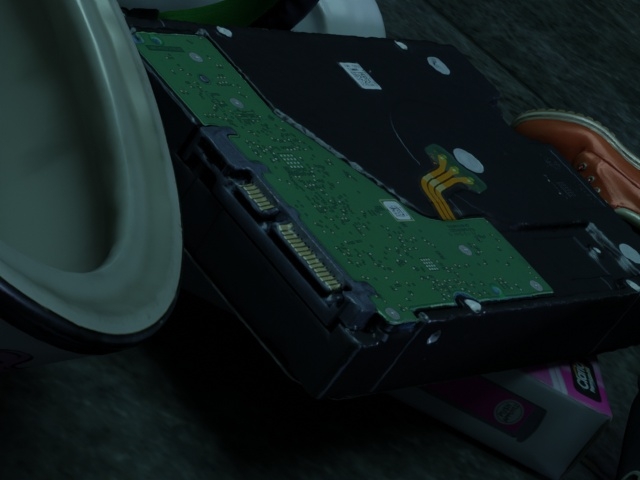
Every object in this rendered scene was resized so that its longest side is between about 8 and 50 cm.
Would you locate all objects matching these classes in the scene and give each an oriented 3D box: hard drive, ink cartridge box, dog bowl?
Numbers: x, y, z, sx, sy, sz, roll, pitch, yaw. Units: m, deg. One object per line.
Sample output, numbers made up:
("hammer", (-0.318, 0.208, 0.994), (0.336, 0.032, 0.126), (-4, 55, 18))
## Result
("hard drive", (0.041, -0.024, 1.096), (0.237, 0.064, 0.339), (48, 27, 24))
("ink cartridge box", (0.000, 0.000, 1.156), (0.371, 0.069, 0.176), (26, 26, -15))
("dog bowl", (-0.224, -0.109, 0.794), (0.408, 0.150, 0.408), (57, 15, -23))

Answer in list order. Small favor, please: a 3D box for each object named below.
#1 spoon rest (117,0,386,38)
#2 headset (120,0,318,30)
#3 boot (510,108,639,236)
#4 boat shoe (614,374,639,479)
("spoon rest", (-0.089, -0.157, 1.264), (0.276, 0.137, 0.084), (26, -6, -1))
("headset", (-0.176, -0.233, 1.129), (0.394, 0.243, 0.185), (6, 40, -2))
("boot", (0.210, -0.044, 1.506), (0.158, 0.059, 0.084), (30, 42, 9))
("boat shoe", (0.235, 0.178, 1.040), (0.187, 0.156, 0.500), (35, 36, -9))
